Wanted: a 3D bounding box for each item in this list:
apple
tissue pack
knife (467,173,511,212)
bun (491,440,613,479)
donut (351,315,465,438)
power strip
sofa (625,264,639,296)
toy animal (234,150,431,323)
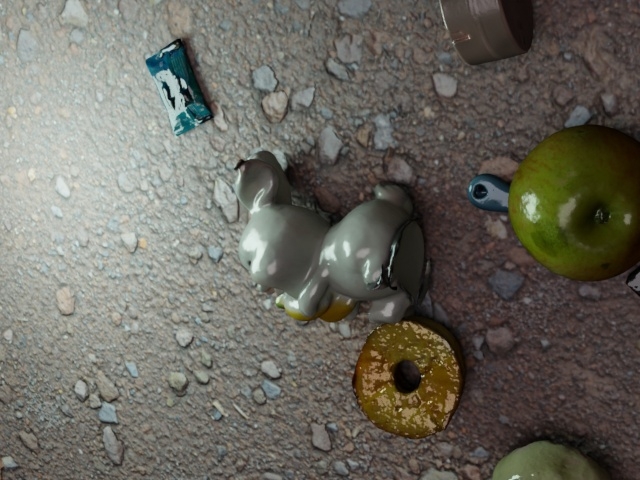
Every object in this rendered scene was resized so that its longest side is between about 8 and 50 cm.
[{"bbox_3d":[0.330,-0.046,1.024,0.196,0.196,0.195,8,109,24],"label":"apple"},{"bbox_3d":[-0.233,-0.247,1.341,0.085,0.028,0.138,-20,93,30],"label":"tissue pack"},{"bbox_3d":[0.322,-0.048,1.126,0.244,0.032,0.058,14,102,18],"label":"knife"},{"bbox_3d":[0.340,0.380,1.193,0.179,0.128,0.193,2,117,26],"label":"bun"},{"bbox_3d":[0.141,0.203,1.266,0.174,0.075,0.190,6,104,26],"label":"donut"},{"bbox_3d":[0.210,-0.301,1.032,0.078,0.154,0.154,-9,101,32],"label":"power strip"},{"bbox_3d":[0.462,0.034,1.071,0.060,0.039,0.118,46,121,9],"label":"sofa"},{"bbox_3d":[-0.002,0.006,1.218,0.310,0.183,0.247,12,100,27],"label":"toy animal"}]
